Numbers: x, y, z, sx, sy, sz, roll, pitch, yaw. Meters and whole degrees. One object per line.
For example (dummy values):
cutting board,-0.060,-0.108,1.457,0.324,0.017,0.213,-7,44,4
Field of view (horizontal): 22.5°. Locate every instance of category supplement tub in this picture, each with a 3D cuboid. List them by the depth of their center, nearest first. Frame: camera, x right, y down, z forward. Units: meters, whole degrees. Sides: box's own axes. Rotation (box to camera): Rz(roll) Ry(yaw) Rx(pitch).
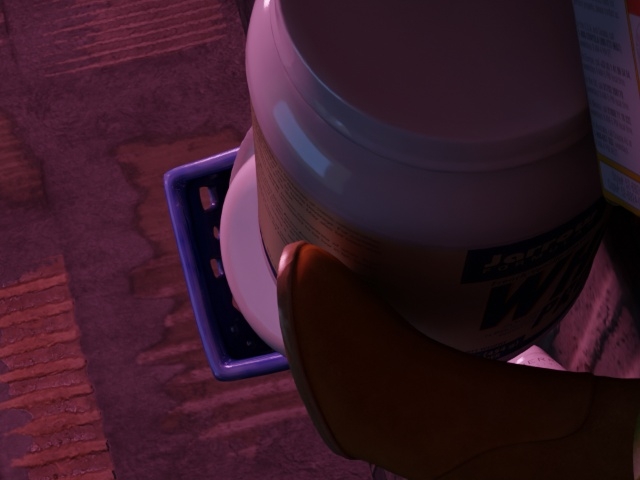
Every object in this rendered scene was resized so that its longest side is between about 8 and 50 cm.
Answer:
supplement tub,0.074,-0.073,0.980,0.325,0.235,0.235,90,165,-66

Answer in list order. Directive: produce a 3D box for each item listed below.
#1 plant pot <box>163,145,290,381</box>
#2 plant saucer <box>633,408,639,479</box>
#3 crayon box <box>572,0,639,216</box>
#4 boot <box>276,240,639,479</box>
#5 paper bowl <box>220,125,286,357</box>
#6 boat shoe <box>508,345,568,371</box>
plant pot,0.000,0.000,1.711,0.212,0.236,0.236,-18,-87,-66
plant saucer,0.212,0.130,0.708,0.188,0.045,0.188,48,167,14
crayon box,0.164,-0.157,0.676,0.203,0.083,0.323,-125,21,-73
boot,0.122,0.092,0.909,0.295,0.211,0.104,57,-148,-33
paper bowl,0.021,0.003,1.454,0.284,0.148,0.284,16,113,43
boat shoe,0.181,0.208,1.324,0.096,0.098,0.277,-113,20,-57
